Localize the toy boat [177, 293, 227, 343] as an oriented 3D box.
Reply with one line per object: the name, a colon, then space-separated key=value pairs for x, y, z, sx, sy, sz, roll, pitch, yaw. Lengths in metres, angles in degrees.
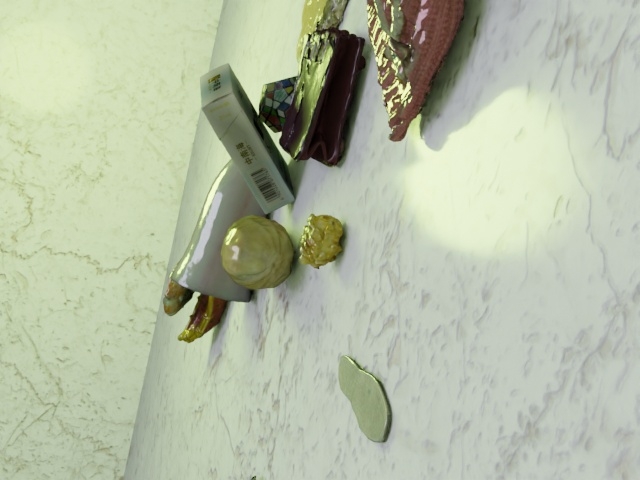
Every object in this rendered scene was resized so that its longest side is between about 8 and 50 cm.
toy boat: x=-0.276 y=0.140 z=1.979 sx=0.141 sy=0.099 sz=0.318 roll=-93 pitch=18 yaw=-48

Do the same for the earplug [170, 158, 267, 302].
earplug: x=-0.185 y=-0.040 z=1.682 sx=0.172 sy=0.172 sz=0.301 roll=-154 pitch=81 yaw=-74

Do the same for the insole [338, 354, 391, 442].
insole: x=0.049 y=0.181 z=0.958 sx=0.192 sy=0.010 sz=0.063 roll=-143 pitch=65 yaw=-72

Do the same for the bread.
bread: x=0.007 y=-0.425 z=1.471 sx=0.182 sy=0.038 sz=0.251 roll=-98 pitch=24 yaw=-50

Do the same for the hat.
hat: x=0.102 y=-0.274 z=0.904 sx=0.286 sy=0.107 sz=0.237 roll=118 pitch=147 yaw=-59

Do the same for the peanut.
peanut: x=-0.112 y=0.019 z=1.430 sx=0.290 sy=0.130 sz=0.130 roll=-155 pitch=77 yaw=-81

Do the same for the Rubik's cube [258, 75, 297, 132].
Rubik's cube: x=-0.063 y=-0.250 z=1.497 sx=0.093 sy=0.111 sz=0.111 roll=41 pitch=122 yaw=44

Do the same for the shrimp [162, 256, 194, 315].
shrimp: x=-0.319 y=0.087 z=2.053 sx=0.317 sy=0.062 sz=0.164 roll=-55 pitch=-11 yaw=-61

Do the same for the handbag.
handbag: x=0.003 y=-0.230 z=1.292 sx=0.203 sy=0.073 sz=0.216 roll=-138 pitch=62 yaw=-72

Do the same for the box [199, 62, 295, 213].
box: x=-0.134 y=-0.186 z=1.487 sx=0.243 sy=0.067 sz=0.155 roll=60 pitch=-173 yaw=-31

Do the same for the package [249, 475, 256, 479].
package: x=-0.148 y=0.495 z=1.394 sx=0.239 sy=0.030 sz=0.154 roll=130 pitch=146 yaw=-60

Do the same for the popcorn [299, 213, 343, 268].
popcorn: x=0.000 y=0.000 z=1.169 sx=0.083 sy=0.057 sz=0.082 roll=118 pitch=159 yaw=-53
